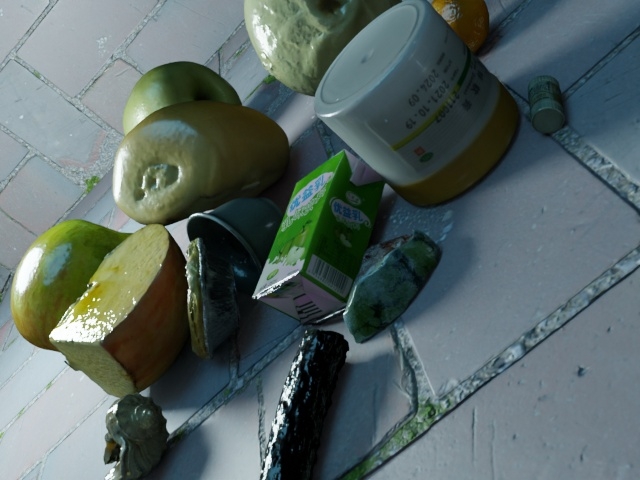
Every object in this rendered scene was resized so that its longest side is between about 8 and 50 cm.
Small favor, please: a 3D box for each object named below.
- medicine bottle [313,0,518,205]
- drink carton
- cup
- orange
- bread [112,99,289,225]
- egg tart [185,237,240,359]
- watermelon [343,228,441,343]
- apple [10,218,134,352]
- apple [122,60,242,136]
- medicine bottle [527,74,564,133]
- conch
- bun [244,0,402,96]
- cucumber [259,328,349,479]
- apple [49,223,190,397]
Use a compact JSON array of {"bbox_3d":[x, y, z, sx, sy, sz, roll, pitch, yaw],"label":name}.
[{"bbox_3d":[0.147,-0.212,1.039,0.238,0.232,0.237,-36,31,26],"label":"medicine bottle"},{"bbox_3d":[0.000,0.000,1.118,0.161,0.108,0.271,-29,34,50],"label":"drink carton"},{"bbox_3d":[-0.147,-0.014,1.335,0.199,0.199,0.150,-12,28,52],"label":"cup"},{"bbox_3d":[0.257,-0.403,1.245,0.135,0.118,0.135,173,90,-75],"label":"orange"},{"bbox_3d":[-0.273,-0.187,1.528,0.348,0.252,0.376,-20,1,27],"label":"bread"},{"bbox_3d":[-0.202,0.108,1.253,0.094,0.234,0.234,-5,32,-5],"label":"egg tart"},{"bbox_3d":[0.083,0.052,0.991,0.187,0.071,0.139,-49,22,3],"label":"watermelon"},{"bbox_3d":[-0.544,0.109,1.566,0.340,0.340,0.339,-37,29,25],"label":"apple"},{"bbox_3d":[-0.413,-0.353,1.983,0.357,0.357,0.357,-37,29,25],"label":"apple"},{"bbox_3d":[0.323,-0.196,0.954,0.047,0.047,0.083,-29,34,36],"label":"medicine bottle"},{"bbox_3d":[-0.346,0.365,1.179,0.207,0.130,0.155,-46,12,31],"label":"conch"},{"bbox_3d":[0.014,-0.507,1.464,0.364,0.364,0.202,-53,7,-5],"label":"bun"},{"bbox_3d":[-0.033,0.262,0.889,0.081,0.072,0.303,-21,39,44],"label":"cucumber"},{"bbox_3d":[-0.376,0.137,1.363,0.309,0.252,0.314,-56,-10,-34],"label":"apple"}]
